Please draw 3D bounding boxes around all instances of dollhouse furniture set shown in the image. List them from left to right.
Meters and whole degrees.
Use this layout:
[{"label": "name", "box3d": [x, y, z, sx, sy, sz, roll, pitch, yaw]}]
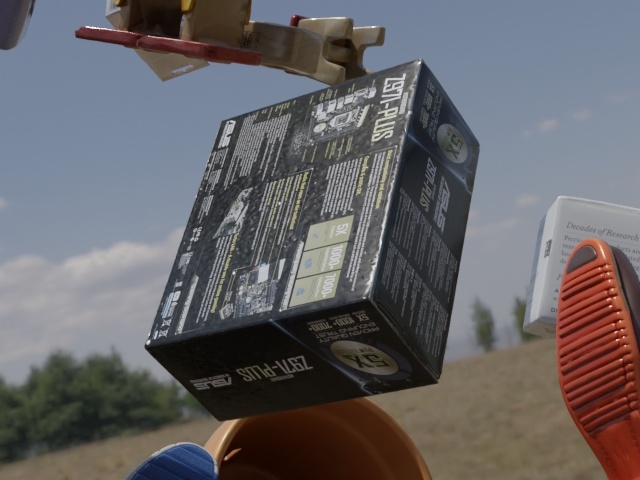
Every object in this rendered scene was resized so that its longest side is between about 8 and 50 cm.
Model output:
[{"label": "dollhouse furniture set", "box3d": [-0.070, -0.276, 1.419, 0.152, 0.201, 0.374, 13, 7, 27]}]

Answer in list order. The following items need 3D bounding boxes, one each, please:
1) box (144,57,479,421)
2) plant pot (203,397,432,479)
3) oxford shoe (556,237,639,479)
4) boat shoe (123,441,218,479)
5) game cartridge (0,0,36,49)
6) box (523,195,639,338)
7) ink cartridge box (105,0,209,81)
[{"label": "box", "box3d": [0.000, 0.000, 0.781, 0.147, 0.180, 0.077, -15, -47, 30]}, {"label": "plant pot", "box3d": [-0.040, 0.320, 1.509, 0.291, 0.291, 0.203, -11, -13, -35]}, {"label": "oxford shoe", "box3d": [0.254, 0.127, 1.051, 0.098, 0.271, 0.097, -8, -12, -24]}, {"label": "boat shoe", "box3d": [-0.142, 0.235, 1.052, 0.183, 0.066, 0.066, -52, -12, -34]}, {"label": "game cartridge", "box3d": [-0.263, -0.336, 0.971, 0.230, 0.355, 0.068, 24, 22, 4]}, {"label": "box", "box3d": [0.293, 0.042, 1.298, 0.182, 0.119, 0.181, 11, -6, 6]}, {"label": "ink cartridge box", "box3d": [-0.169, -0.219, 1.447, 0.063, 0.029, 0.115, -16, -37, 20]}]
